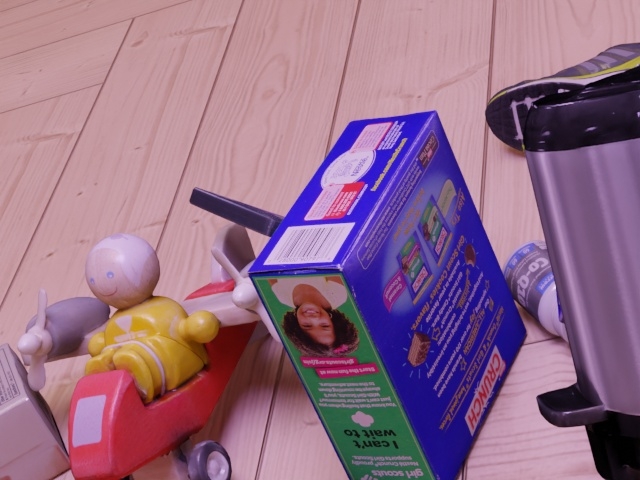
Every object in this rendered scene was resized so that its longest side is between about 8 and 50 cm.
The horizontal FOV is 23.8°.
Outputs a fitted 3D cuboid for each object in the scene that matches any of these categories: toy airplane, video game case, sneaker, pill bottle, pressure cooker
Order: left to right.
[{"bbox_3d":[-0.169,0.090,1.788,0.386,0.272,0.384,-35,25,-6],"label":"toy airplane"},{"bbox_3d":[0.000,0.000,1.841,0.196,0.274,0.026,22,94,55],"label":"video game case"},{"bbox_3d":[0.268,0.060,1.717,0.078,0.078,0.137,-30,31,-8],"label":"pill bottle"},{"bbox_3d":[0.368,-0.197,2.026,0.300,0.111,0.121,-11,23,12],"label":"sneaker"},{"bbox_3d":[0.399,0.034,1.359,0.370,0.420,0.375,-7,9,40],"label":"pressure cooker"}]

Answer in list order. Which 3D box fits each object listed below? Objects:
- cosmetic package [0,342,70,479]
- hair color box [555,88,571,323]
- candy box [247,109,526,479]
[{"bbox_3d":[-0.475,0.275,1.873,0.296,0.129,0.153,-28,33,-6],"label":"cosmetic package"},{"bbox_3d":[0.355,-0.033,1.700,0.185,0.110,0.339,9,37,-3],"label":"hair color box"},{"bbox_3d":[0.082,0.069,1.606,0.122,0.317,0.268,-4,36,34],"label":"candy box"}]
